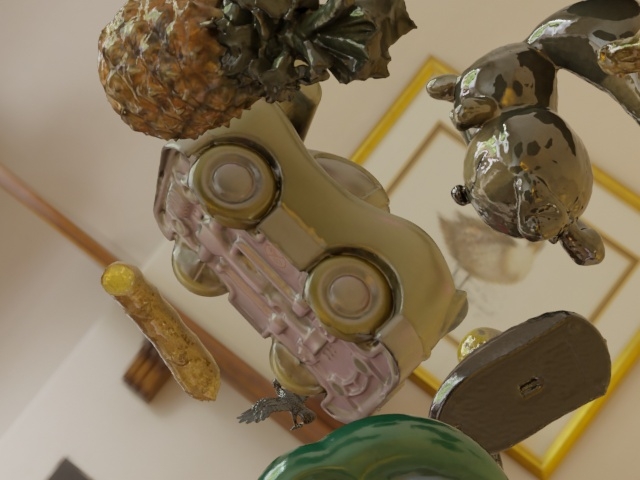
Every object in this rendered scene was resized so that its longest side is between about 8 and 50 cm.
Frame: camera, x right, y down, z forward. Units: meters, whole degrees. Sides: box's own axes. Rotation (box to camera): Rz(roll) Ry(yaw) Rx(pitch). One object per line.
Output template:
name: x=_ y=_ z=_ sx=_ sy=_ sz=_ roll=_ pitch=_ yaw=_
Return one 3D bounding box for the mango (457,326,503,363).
mango: x=0.335 y=0.228 z=1.821 sx=0.195 sy=0.098 sz=0.137 roll=29 pitch=10 yaw=-4

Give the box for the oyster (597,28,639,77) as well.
oyster: x=0.460 y=-0.197 z=0.886 sx=0.204 sy=0.396 sz=0.110 roll=-152 pitch=-128 yaw=-88

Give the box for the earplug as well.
earplug: x=0.009 y=0.272 z=0.924 sx=0.257 sy=0.280 sz=0.164 roll=-19 pitch=65 yaw=-44

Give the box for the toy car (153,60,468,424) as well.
toy car: x=0.000 y=0.000 z=1.091 sx=0.336 sy=0.226 sz=0.242 roll=43 pitch=-27 yaw=8

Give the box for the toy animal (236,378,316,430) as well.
toy animal: x=-0.055 y=0.302 z=1.922 sx=0.108 sy=0.220 sz=0.062 roll=59 pitch=-31 yaw=10

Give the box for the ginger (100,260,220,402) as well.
ginger: x=-0.233 y=0.131 z=1.525 sx=0.118 sy=0.065 sz=0.298 roll=46 pitch=-11 yaw=51

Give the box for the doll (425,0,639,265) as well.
doll: x=0.358 y=-0.172 z=1.555 sx=0.252 sy=0.379 sz=0.382 roll=6 pitch=53 yaw=-46

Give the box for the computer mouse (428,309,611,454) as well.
computer mouse: x=0.263 y=0.195 z=1.397 sx=0.137 sy=0.270 sz=0.086 roll=62 pitch=-3 yaw=-13

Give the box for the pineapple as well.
pineapple: x=-0.052 y=-0.150 z=0.785 sx=0.248 sy=0.128 sz=0.128 roll=-7 pitch=-35 yaw=36

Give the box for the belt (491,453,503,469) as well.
belt: x=0.245 y=0.436 z=1.785 sx=0.122 sy=0.129 sz=0.218 roll=49 pitch=30 yaw=-35
